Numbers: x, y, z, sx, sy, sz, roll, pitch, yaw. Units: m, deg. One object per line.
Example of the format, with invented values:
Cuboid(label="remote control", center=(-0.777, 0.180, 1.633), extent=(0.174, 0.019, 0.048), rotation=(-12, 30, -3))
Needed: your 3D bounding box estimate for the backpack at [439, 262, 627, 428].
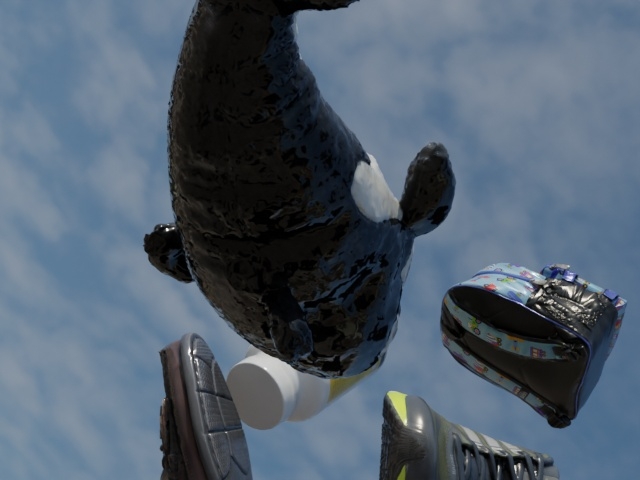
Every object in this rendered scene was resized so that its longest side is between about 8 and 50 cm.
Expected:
Cuboid(label="backpack", center=(0.220, 0.094, 1.283), extent=(0.173, 0.117, 0.158), rotation=(26, -38, 24))

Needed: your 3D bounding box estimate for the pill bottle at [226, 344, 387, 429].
Cuboid(label="pill bottle", center=(-0.015, 0.130, 1.265), extent=(0.103, 0.184, 0.103), rotation=(13, -67, 32))

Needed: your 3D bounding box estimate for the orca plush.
Cuboid(label="orca plush", center=(0.000, 0.000, 0.528), extent=(0.287, 0.151, 0.102), rotation=(100, -17, -53))

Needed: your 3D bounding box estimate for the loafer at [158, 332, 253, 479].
Cuboid(label="loafer", center=(-0.112, 0.237, 1.101), extent=(0.109, 0.095, 0.302), rotation=(37, 34, -71))

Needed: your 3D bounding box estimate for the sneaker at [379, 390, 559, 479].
Cuboid(label="sneaker", center=(0.125, 0.189, 0.956), extent=(0.121, 0.111, 0.300), rotation=(-5, -21, 20))
